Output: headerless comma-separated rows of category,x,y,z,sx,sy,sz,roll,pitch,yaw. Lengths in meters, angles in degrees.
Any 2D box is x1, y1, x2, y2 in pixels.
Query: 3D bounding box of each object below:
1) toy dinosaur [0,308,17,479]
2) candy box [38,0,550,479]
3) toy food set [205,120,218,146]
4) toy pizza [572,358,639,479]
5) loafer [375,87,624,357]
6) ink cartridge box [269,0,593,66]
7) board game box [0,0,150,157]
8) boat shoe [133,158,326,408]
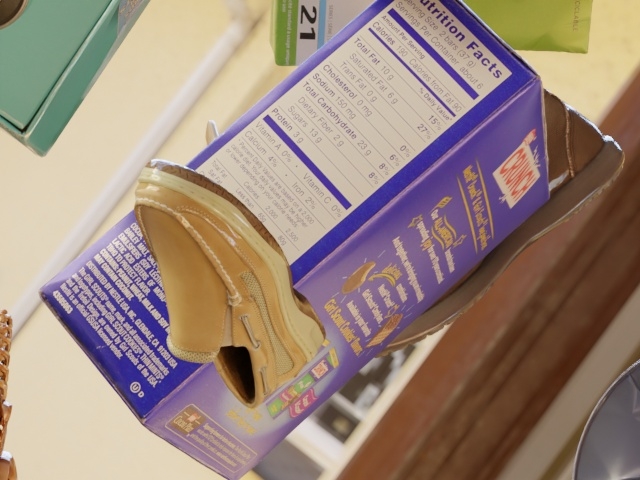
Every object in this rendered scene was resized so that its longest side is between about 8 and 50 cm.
toy dinosaur,-0.315,0.227,1.531,0.164,0.322,0.218,39,-26,-7
candy box,0.000,0.000,1.168,0.122,0.317,0.268,49,-4,17
toy food set,-0.082,0.011,1.664,0.071,0.218,0.128,4,27,-17
toy pizza,0.269,0.168,1.254,0.032,0.201,0.201,26,4,-43
loafer,0.116,-0.017,1.626,0.130,0.366,0.134,54,-25,-6
ink cartridge box,0.093,-0.226,1.319,0.255,0.189,0.097,1,16,-5
board game box,-0.131,-0.245,0.736,0.254,0.336,0.079,34,-4,-1
boat shoe,-0.054,0.033,0.927,0.068,0.072,0.190,22,-21,36
